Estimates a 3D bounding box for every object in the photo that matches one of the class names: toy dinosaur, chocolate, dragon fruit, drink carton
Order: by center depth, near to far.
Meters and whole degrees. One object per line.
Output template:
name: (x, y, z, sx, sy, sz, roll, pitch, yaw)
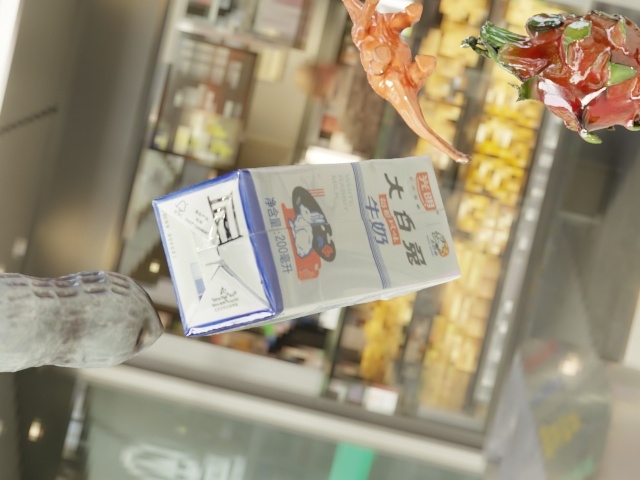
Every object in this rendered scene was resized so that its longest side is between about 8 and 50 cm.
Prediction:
chocolate: (-0.185, 0.056, 1.140, 0.072, 0.167, 0.072, 2, 93, 48)
toy dinosaur: (0.050, -0.180, 1.404, 0.101, 0.055, 0.279, 118, 132, -66)
drink carton: (0.000, 0.000, 1.478, 0.315, 0.107, 0.130, -7, -97, -54)
dragon fruit: (0.263, -0.188, 1.761, 0.137, 0.236, 0.135, -47, -27, -74)
